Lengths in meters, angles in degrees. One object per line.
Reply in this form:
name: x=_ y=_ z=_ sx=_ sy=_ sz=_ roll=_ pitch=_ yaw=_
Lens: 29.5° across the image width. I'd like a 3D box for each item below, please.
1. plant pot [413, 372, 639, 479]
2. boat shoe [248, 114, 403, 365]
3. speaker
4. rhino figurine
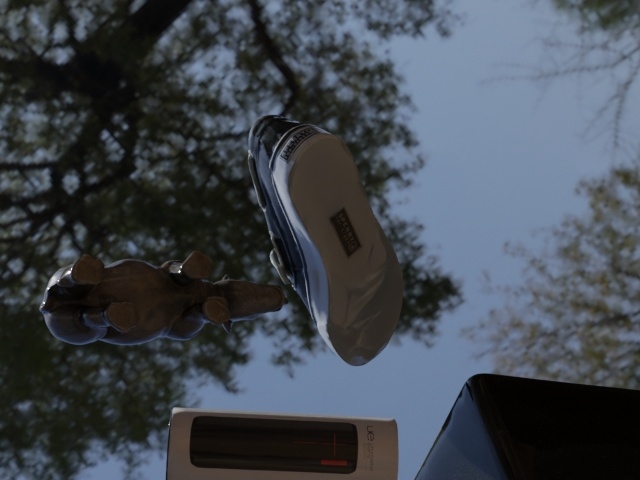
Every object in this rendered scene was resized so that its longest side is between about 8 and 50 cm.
plant pot: x=0.181 y=0.227 z=0.893 sx=0.187 sy=0.188 sz=0.167 roll=8 pitch=-142 yaw=-18
boat shoe: x=-0.003 y=0.002 z=1.272 sx=0.105 sy=0.113 sz=0.306 roll=30 pitch=155 yaw=44
speaker: x=-0.022 y=0.129 z=0.721 sx=0.136 sy=0.055 sz=0.055 roll=4 pitch=-138 yaw=-3
rhino figurine: x=-0.126 y=0.051 z=1.046 sx=0.243 sy=0.106 sz=0.073 roll=2 pitch=-104 yaw=-40
